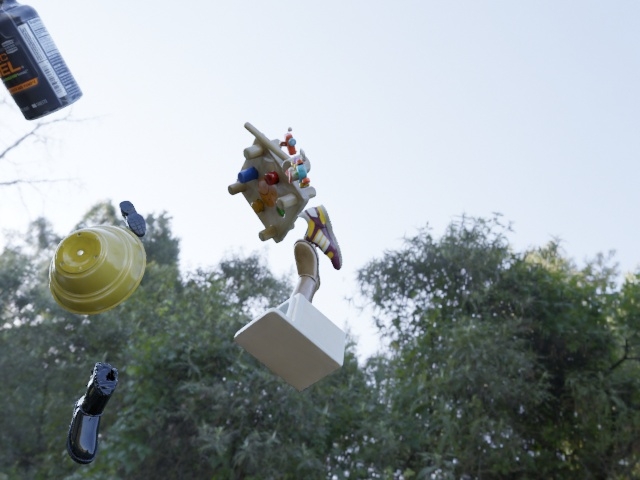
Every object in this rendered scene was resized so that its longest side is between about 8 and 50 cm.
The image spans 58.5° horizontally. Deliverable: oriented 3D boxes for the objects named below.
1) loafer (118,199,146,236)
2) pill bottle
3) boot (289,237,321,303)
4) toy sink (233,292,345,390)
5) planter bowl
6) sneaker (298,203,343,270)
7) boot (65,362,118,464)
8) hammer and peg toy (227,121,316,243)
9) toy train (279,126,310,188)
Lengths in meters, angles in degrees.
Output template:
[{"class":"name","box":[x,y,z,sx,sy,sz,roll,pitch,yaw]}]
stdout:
[{"class":"loafer","box":[-0.664,-0.069,2.034,0.170,0.062,0.061,54,-32,30]},{"class":"pill bottle","box":[-0.590,-0.373,1.130,0.131,0.130,0.245,-8,-60,28]},{"class":"boot","box":[-0.064,0.152,2.001,0.089,0.269,0.236,-9,-65,18]},{"class":"toy sink","box":[-0.073,0.234,1.418,0.234,0.131,0.153,41,-61,-19]},{"class":"planter bowl","box":[-0.494,0.042,1.218,0.217,0.217,0.090,11,-24,11]},{"class":"sneaker","box":[0.000,0.000,1.524,0.084,0.069,0.185,-19,-83,-4]},{"class":"boot","box":[-0.331,0.248,0.837,0.045,0.121,0.099,22,-65,-31]},{"class":"hammer and peg toy","box":[-0.133,-0.182,1.663,0.266,0.127,0.361,54,-36,14]},{"class":"toy train","box":[-0.066,-0.187,1.332,0.046,0.166,0.125,-15,-62,-6]}]
